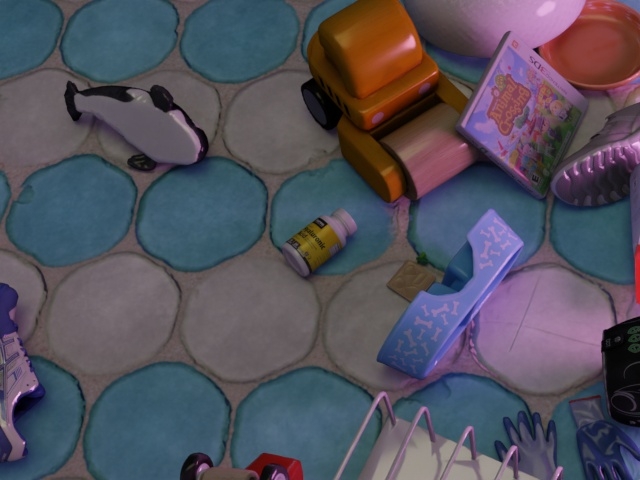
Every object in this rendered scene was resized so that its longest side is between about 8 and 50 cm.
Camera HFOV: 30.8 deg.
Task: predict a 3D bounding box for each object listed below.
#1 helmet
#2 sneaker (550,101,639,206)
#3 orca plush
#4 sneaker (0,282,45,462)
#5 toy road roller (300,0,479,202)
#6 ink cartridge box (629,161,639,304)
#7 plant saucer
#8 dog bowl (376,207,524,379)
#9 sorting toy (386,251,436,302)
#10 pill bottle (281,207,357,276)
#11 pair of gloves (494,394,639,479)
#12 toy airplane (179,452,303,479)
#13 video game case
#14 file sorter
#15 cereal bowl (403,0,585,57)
[{"bbox_3d":[0.485,0.183,1.638,0.161,0.169,0.169,-5,58,18],"label":"helmet"},{"bbox_3d":[0.488,-0.150,1.889,0.281,0.105,0.115,-29,33,-9],"label":"sneaker"},{"bbox_3d":[-0.307,-0.205,2.035,0.287,0.102,0.151,8,105,23],"label":"orca plush"},{"bbox_3d":[-0.486,0.207,1.796,0.131,0.112,0.297,8,61,-8],"label":"sneaker"},{"bbox_3d":[0.108,-0.250,1.895,0.202,0.241,0.329,-33,61,-12],"label":"toy road roller"},{"bbox_3d":[0.574,-0.003,1.773,0.189,0.066,0.232,9,55,-4],"label":"ink cartridge box"},{"bbox_3d":[0.476,-0.336,2.018,0.199,0.037,0.200,-3,58,5],"label":"plant saucer"},{"bbox_3d":[0.201,0.085,1.736,0.074,0.166,0.297,36,69,13],"label":"dog bowl"},{"bbox_3d":[0.152,0.056,1.839,0.062,0.012,0.083,32,71,28],"label":"sorting toy"},{"bbox_3d":[0.000,0.000,1.863,0.116,0.065,0.065,-38,62,-15],"label":"pill bottle"},{"bbox_3d":[0.355,0.305,1.660,0.198,0.023,0.159,-13,60,1],"label":"pair of gloves"},{"bbox_3d":[-0.128,0.492,1.463,0.384,0.272,0.386,-30,41,-5],"label":"toy airplane"},{"bbox_3d":[0.334,-0.206,1.899,0.193,0.023,0.212,38,64,-18],"label":"video game case"},{"bbox_3d":[0.167,0.347,1.559,0.277,0.173,0.193,21,68,21],"label":"file sorter"},{"bbox_3d":[0.304,-0.490,2.051,0.338,0.141,0.339,-6,54,9],"label":"cereal bowl"}]
